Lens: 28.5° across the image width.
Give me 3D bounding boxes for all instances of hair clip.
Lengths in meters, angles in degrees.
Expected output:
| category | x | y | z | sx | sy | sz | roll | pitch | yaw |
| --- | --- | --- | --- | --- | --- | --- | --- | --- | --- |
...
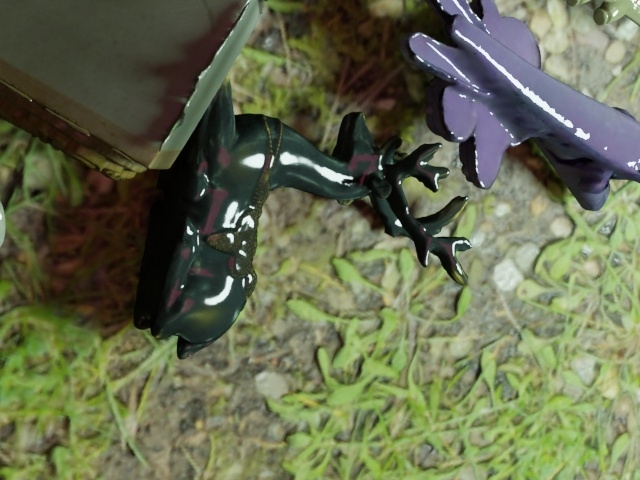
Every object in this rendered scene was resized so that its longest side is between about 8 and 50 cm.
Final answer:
| category | x | y | z | sx | sy | sz | roll | pitch | yaw |
| --- | --- | --- | --- | --- | --- | --- | --- | --- | --- |
| hair clip | 0.160 | -0.092 | 0.942 | 0.278 | 0.090 | 0.137 | 27 | 77 | -24 |

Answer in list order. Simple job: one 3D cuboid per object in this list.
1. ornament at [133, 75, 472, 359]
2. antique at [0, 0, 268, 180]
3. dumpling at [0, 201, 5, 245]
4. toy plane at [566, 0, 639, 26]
| category | x | y | z | sx | sy | sz | roll | pitch | yaw |
| --- | --- | --- | --- | --- | --- | --- | --- | --- | --- |
| ornament | 0.000 | 0.000 | 0.905 | 0.236 | 0.080 | 0.202 | 10 | 96 | -25 |
| antique | -0.129 | -0.122 | 0.759 | 0.147 | 0.152 | 0.148 | 32 | 92 | -3 |
| dumpling | -0.300 | 0.008 | 0.756 | 0.162 | 0.132 | 0.250 | 46 | 68 | -17 |
| toy plane | 0.204 | -0.240 | 0.915 | 0.256 | 0.104 | 0.242 | -26 | 115 | -15 |
